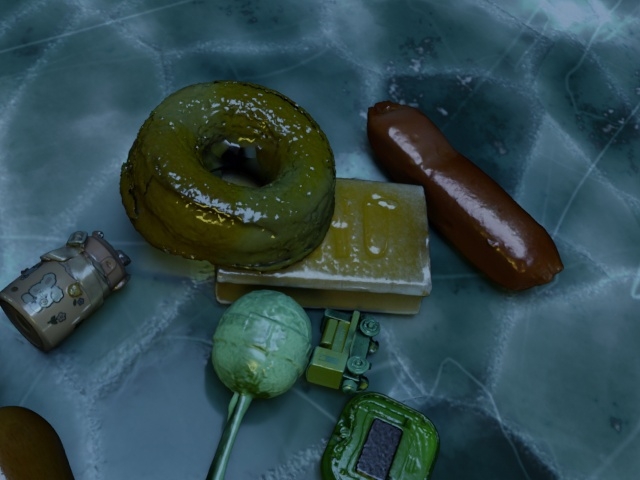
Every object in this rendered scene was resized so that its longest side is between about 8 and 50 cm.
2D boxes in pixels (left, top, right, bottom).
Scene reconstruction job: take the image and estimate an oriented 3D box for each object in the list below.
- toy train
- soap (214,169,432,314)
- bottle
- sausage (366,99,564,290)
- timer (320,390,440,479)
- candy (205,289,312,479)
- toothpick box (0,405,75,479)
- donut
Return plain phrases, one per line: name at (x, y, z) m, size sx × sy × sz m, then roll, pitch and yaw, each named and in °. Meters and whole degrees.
toy train at (0.031, 0.137, 1.072) m, size 0.081 × 0.050 × 0.122 m, roll 13°, pitch 43°, yaw 5°
soap at (0.000, 0.000, 1.123) m, size 0.274 × 0.089 × 0.174 m, roll 3°, pitch 61°, yaw -10°
bottle at (-0.297, 0.049, 1.022) m, size 0.099 × 0.099 × 0.152 m, roll 41°, pitch 63°, yaw 10°
sausage at (0.189, -0.062, 1.200) m, size 0.348 × 0.094 × 0.097 m, roll 46°, pitch 49°, yaw 14°
timer at (0.073, 0.255, 1.027) m, size 0.128 × 0.047 × 0.140 m, roll 26°, pitch 58°, yaw 2°
candy at (-0.117, 0.260, 0.966) m, size 0.119 × 0.119 × 0.440 m, roll 20°, pitch 68°, yaw -2°
toothpick box at (-0.272, 0.316, 0.836) m, size 0.192 × 0.192 × 0.294 m, roll -31°, pitch 67°, yaw -26°
donut at (-0.103, -0.089, 1.042) m, size 0.272 × 0.107 × 0.272 m, roll 6°, pitch 59°, yaw -10°
